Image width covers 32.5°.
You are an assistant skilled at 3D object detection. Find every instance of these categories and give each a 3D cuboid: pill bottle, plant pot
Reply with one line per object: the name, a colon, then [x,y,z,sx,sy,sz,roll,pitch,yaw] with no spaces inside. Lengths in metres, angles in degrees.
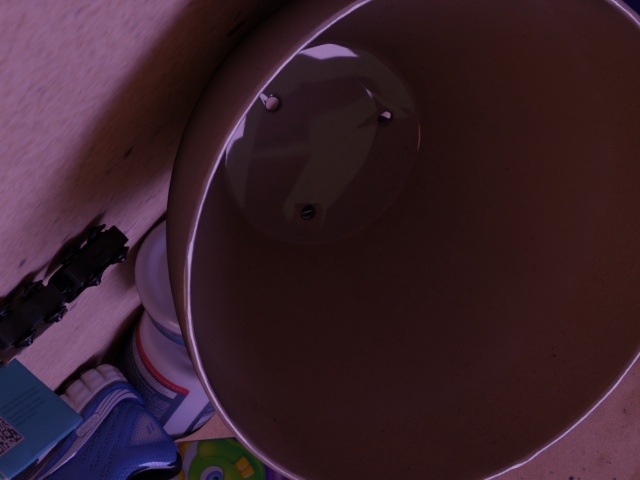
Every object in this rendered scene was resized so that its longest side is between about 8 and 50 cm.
pill bottle: [-0.138,0.124,1.024,0.108,0.108,0.180,-47,176,-41]
plant pot: [0.036,-0.027,0.617,0.284,0.284,0.191,-50,-149,3]
pill bottle: [-0.090,0.035,0.821,0.087,0.087,0.160,-49,177,-12]

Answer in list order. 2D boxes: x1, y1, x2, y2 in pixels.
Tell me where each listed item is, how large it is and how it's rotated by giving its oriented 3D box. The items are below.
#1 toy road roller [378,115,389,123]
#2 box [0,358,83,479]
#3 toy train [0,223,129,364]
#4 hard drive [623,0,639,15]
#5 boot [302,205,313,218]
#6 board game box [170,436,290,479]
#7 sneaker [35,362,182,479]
toy road roller: [0.050,0.030,1.308,0.329,0.240,0.202,-49,177,-8]
box: [-0.249,0.187,0.656,0.244,0.060,0.100,-50,177,16]
toy train: [-0.157,0.044,0.571,0.036,0.027,0.158,-37,-172,49]
hard drive: [0.206,-0.183,0.657,0.040,0.210,0.319,-12,-151,10]
boot: [-0.012,0.014,0.901,0.236,0.085,0.179,132,-41,-76]
board game box: [-0.143,0.271,1.048,0.275,0.142,0.144,-3,161,-15]
sneaker: [-0.233,0.252,0.872,0.330,0.147,0.130,-47,176,-30]
